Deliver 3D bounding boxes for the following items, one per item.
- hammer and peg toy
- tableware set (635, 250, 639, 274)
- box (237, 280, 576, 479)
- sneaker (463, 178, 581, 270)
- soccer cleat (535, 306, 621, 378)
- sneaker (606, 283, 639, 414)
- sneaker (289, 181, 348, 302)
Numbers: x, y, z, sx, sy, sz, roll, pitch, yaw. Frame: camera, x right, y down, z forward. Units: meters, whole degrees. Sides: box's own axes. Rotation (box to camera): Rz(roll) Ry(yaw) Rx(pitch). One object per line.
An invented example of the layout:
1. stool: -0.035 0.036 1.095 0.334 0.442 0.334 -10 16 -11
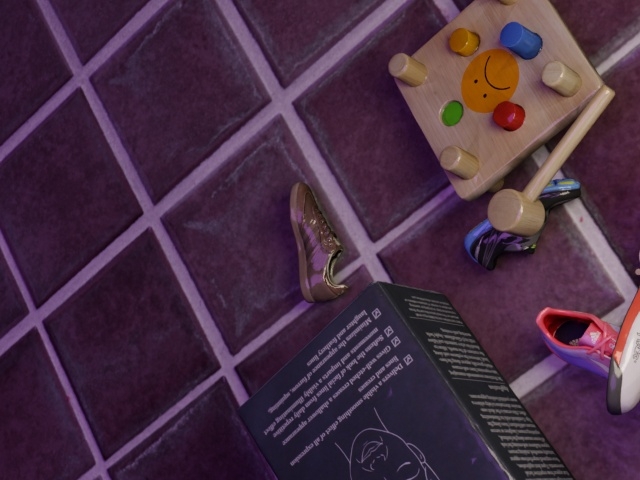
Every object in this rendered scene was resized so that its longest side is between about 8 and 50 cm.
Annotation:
1. hammer and peg toy: 0.269 -0.184 1.993 0.266 0.127 0.361 -41 55 22
2. tableware set: 0.491 -0.012 1.916 0.141 0.020 0.169 7 87 33
3. box: 0.128 0.302 1.994 0.293 0.212 0.395 -44 62 20
4. sneaker: 0.291 -0.024 2.030 0.188 0.067 0.078 -37 87 22
5. soccer cleat: 0.393 0.148 1.893 0.248 0.095 0.083 20 79 42
6. sneaker: 0.458 0.115 1.804 0.145 0.090 0.270 15 55 21
7. sneaker: 0.000 0.000 2.215 0.071 0.066 0.188 -9 83 14
